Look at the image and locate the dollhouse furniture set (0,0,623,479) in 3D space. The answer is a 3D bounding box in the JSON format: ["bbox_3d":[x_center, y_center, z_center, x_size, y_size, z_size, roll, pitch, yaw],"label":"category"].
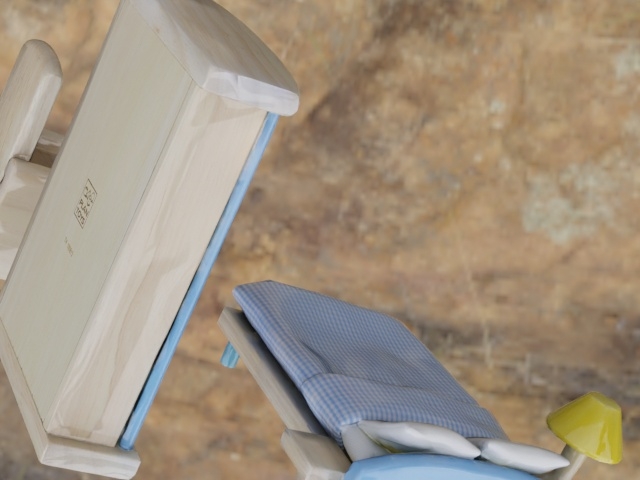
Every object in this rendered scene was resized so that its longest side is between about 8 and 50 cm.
[{"bbox_3d":[0.000,0.000,0.859,0.303,0.286,0.198,17,109,-30],"label":"dollhouse furniture set"}]
